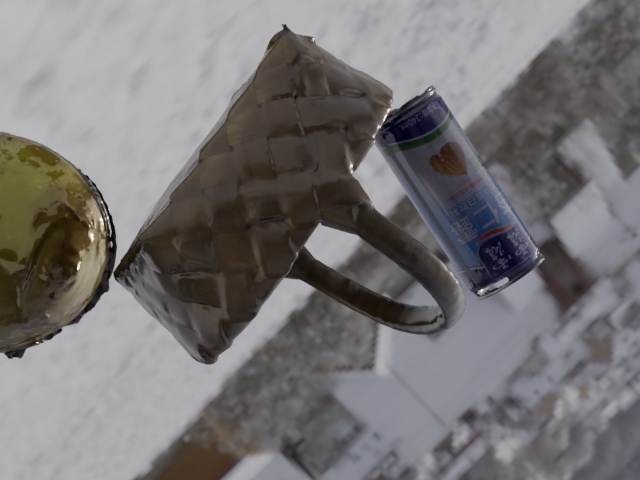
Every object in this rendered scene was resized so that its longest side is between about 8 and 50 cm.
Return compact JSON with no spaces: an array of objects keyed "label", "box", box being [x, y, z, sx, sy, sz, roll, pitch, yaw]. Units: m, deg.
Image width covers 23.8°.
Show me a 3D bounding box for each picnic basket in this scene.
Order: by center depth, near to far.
[{"label":"picnic basket","box":[0.000,0.000,1.514,0.337,0.337,0.293,-41,-179,-17]}]

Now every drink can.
[{"label":"drink can","box":[0.152,-0.054,1.719,0.097,0.235,0.097,-33,-177,2]}]

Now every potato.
[{"label":"potato","box":[-0.455,0.037,1.556,0.296,0.397,0.290,-47,157,-65]}]
